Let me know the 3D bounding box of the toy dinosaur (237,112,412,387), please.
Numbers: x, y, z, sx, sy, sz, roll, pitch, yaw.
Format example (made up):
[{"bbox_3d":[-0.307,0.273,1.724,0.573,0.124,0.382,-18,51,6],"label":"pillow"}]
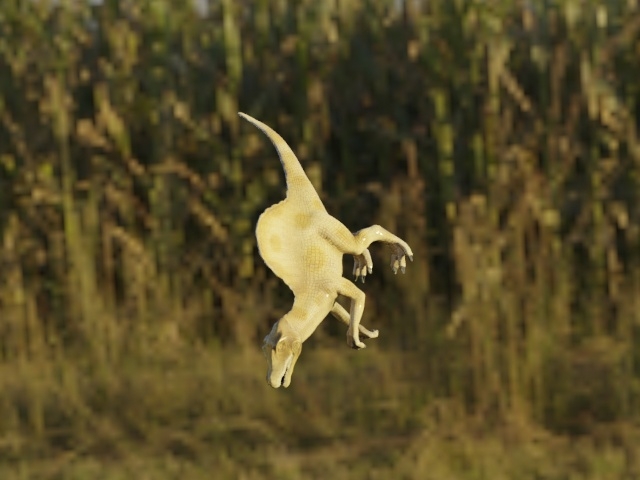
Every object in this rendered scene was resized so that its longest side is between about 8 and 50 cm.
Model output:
[{"bbox_3d":[0.000,0.000,1.118,0.093,0.183,0.053,20,-40,-31],"label":"toy dinosaur"}]
